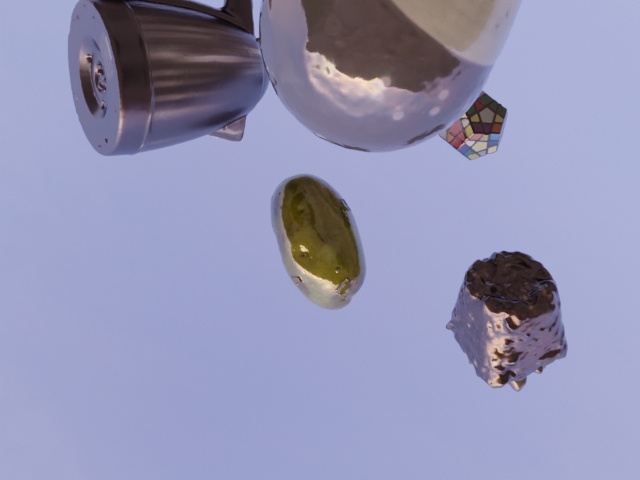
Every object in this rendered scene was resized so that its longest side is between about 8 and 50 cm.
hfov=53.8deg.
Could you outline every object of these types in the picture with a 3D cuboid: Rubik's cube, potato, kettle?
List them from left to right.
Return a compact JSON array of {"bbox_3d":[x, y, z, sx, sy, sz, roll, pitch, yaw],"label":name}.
[{"bbox_3d":[-0.200,-0.256,0.905,0.271,0.207,0.251,-12,-101,-35],"label":"kettle"},{"bbox_3d":[0.000,0.000,1.139,0.148,0.186,0.253,-20,-84,12],"label":"potato"},{"bbox_3d":[0.283,-0.216,1.166,0.133,0.112,0.133,-22,-152,12],"label":"Rubik's cube"}]

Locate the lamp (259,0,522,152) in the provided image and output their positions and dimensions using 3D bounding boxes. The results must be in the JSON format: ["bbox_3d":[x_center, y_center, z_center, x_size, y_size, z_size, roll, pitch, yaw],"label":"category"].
[{"bbox_3d":[0.084,-0.177,0.428,0.181,0.313,0.182,15,-115,-35],"label":"lamp"}]

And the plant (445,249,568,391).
[{"bbox_3d":[0.246,0.116,0.835,0.129,0.195,0.132,-20,-137,-6],"label":"plant"}]
